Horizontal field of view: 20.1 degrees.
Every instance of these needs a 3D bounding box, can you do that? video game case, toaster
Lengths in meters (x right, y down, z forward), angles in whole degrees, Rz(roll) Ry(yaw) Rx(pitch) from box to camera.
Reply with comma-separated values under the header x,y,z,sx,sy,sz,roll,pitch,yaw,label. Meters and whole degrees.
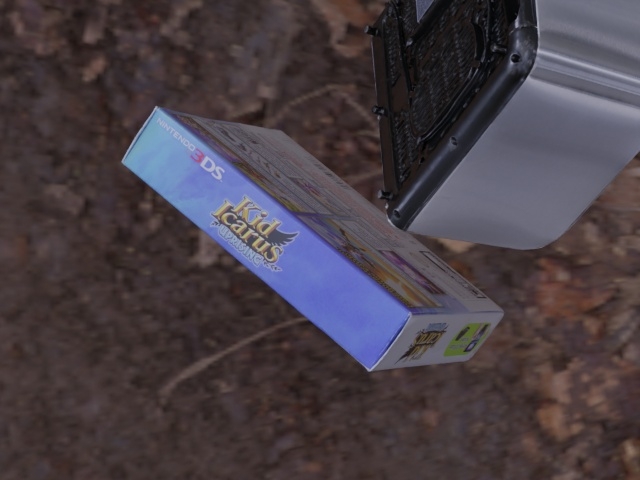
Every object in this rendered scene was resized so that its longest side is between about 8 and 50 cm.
x,y,z,sx,sy,sz,roll,pitch,yaw,label
0.000,0.000,1.483,0.269,0.244,0.061,39,102,19,video game case
0.111,-0.111,1.030,0.186,0.110,0.168,126,149,-45,toaster
